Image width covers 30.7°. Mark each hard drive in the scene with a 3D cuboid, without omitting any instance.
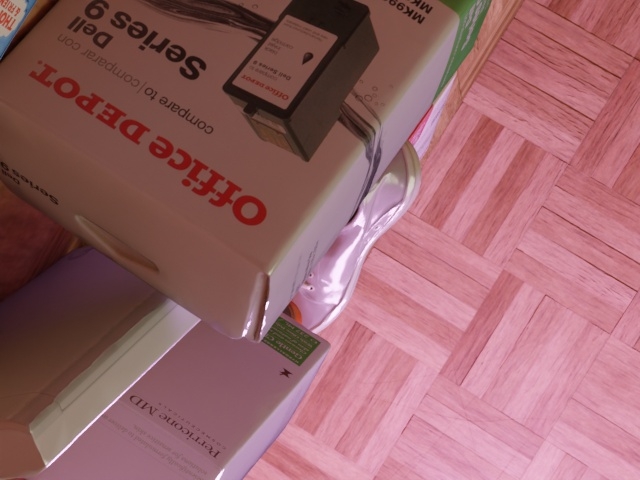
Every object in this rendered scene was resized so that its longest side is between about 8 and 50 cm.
[{"bbox_3d":[-0.180,0.069,0.802,0.203,0.040,0.307,-12,-162,29],"label":"hard drive"}]

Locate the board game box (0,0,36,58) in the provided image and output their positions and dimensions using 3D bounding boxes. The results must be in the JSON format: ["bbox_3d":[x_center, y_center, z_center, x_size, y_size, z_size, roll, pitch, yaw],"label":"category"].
[{"bbox_3d":[-0.140,-0.184,0.528,0.211,0.039,0.160,-59,172,-1],"label":"board game box"}]

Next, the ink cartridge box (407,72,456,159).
[{"bbox_3d":[0.124,-0.181,1.949,0.172,0.100,0.237,-55,170,-26],"label":"ink cartridge box"}]

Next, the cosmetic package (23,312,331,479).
[{"bbox_3d":[-0.150,0.188,1.330,0.155,0.197,0.365,-61,173,21],"label":"cosmetic package"}]

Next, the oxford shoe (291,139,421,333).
[{"bbox_3d":[0.000,0.000,1.816,0.130,0.169,0.449,-7,147,-34],"label":"oxford shoe"}]

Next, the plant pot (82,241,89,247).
[{"bbox_3d":[-0.160,0.016,1.005,0.081,0.083,0.081,-47,167,-55],"label":"plant pot"}]

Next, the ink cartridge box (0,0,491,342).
[{"bbox_3d":[-0.044,-0.112,0.759,0.289,0.211,0.121,-55,172,-25],"label":"ink cartridge box"}]

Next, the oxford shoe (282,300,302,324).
[{"bbox_3d":[-0.137,0.183,1.570,0.271,0.097,0.098,-57,153,2],"label":"oxford shoe"}]
